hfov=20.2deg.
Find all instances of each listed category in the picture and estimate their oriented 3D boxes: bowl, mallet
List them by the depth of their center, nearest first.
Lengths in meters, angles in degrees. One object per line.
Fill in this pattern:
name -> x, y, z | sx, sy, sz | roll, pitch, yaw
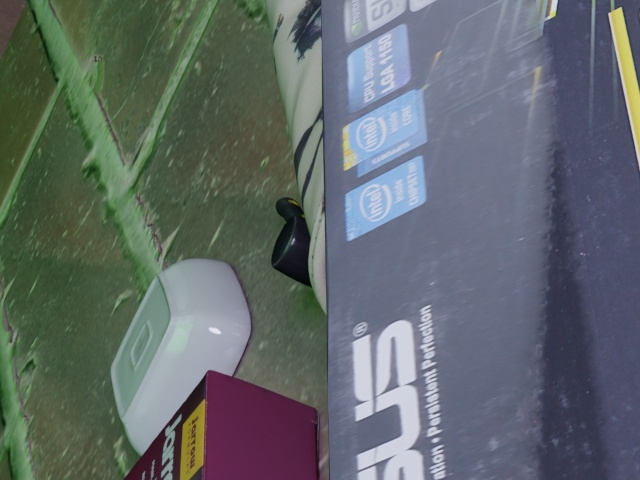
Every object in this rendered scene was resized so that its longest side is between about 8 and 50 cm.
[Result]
mallet -> 0.000, 0.000, 1.169 | 0.039, 0.062, 0.190 | -64, 6, 7
bowl -> -0.110, 0.086, 1.321 | 0.142, 0.053, 0.142 | -63, 20, 16

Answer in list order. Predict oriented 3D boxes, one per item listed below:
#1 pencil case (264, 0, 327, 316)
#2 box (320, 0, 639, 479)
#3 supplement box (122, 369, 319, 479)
pencil case -> 0.061, -0.119, 0.950 | 0.183, 0.160, 0.410 | -46, 28, 24
box -> 0.155, -0.053, 0.572 | 0.318, 0.097, 0.395 | -26, 39, 24
supplement box -> -0.079, 0.182, 1.100 | 0.188, 0.080, 0.104 | -52, 25, 35
